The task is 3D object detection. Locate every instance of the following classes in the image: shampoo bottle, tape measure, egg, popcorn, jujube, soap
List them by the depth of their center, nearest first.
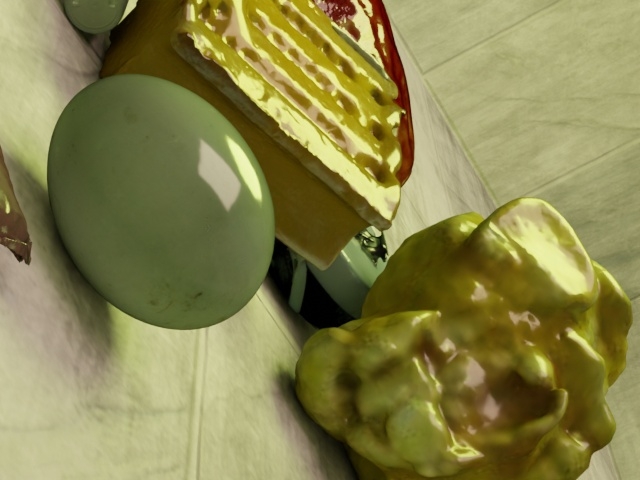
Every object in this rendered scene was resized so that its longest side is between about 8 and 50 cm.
[{"bbox_3d":[-0.114,-0.028,1.103,0.192,0.149,0.149,61,12,-5],"label":"egg"},{"bbox_3d":[-0.198,-0.248,1.444,0.056,0.056,0.195,58,14,-22],"label":"shampoo bottle"},{"bbox_3d":[-0.052,-0.148,1.451,0.281,0.143,0.259,39,32,-23],"label":"soap"},{"bbox_3d":[0.142,0.129,1.536,0.292,0.293,0.334,39,53,-2],"label":"popcorn"},{"bbox_3d":[0.003,0.003,1.623,0.181,0.107,0.182,45,20,-37],"label":"tape measure"},{"bbox_3d":[-0.002,-0.194,1.822,0.223,0.223,0.318,-57,127,-76],"label":"jujube"}]

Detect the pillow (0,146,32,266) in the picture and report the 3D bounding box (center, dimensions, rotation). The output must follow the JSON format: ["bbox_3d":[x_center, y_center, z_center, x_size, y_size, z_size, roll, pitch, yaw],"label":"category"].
[{"bbox_3d":[-0.231,-0.071,0.970,0.118,0.043,0.185,36,29,-59],"label":"pillow"}]
